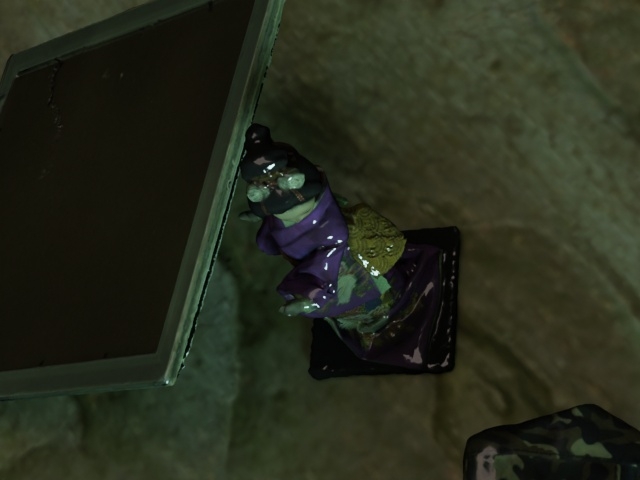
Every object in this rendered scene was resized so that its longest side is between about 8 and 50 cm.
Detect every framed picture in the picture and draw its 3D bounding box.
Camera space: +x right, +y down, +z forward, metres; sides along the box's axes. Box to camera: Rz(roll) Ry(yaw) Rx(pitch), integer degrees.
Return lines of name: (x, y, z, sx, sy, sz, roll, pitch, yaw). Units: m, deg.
framed picture: (-0.124, -0.021, 1.054, 0.293, 0.018, 0.231, -9, 61, 53)

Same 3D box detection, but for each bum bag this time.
bum bag: (0.100, 0.194, 0.905, 0.102, 0.069, 0.248, 15, 69, -9)

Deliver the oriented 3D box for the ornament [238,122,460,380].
ornament: (0.001, 0.009, 0.961, 0.088, 0.203, 0.081, -5, 73, 18)
